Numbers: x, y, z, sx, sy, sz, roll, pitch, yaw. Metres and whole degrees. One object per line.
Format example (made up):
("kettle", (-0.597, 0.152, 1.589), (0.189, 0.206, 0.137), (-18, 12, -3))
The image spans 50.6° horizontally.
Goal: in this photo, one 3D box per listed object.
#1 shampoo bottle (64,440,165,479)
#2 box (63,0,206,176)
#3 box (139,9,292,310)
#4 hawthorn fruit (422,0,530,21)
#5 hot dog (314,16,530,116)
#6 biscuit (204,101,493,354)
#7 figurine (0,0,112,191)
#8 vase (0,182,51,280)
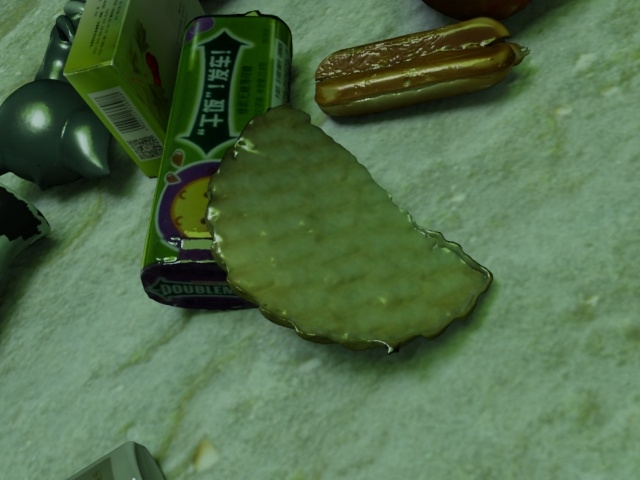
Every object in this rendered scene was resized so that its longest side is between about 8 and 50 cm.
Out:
("shampoo bottle", (-0.235, 0.264, 0.565), (0.227, 0.056, 0.086), (-31, 56, -2))
("box", (-0.203, -0.231, 0.804), (0.062, 0.175, 0.260), (-9, 56, 14))
("box", (-0.100, -0.098, 0.729), (0.134, 0.097, 0.345), (-1, 57, 1))
("hawthorn fruit", (0.164, -0.364, 0.759), (0.211, 0.210, 0.262), (-21, 33, 6))
("hot dog", (0.105, -0.183, 0.733), (0.236, 0.062, 0.092), (-5, 57, 20))
("biscuit", (0.000, 0.000, 0.599), (0.187, 0.036, 0.273), (-35, 70, -28))
("figurine", (-0.303, -0.179, 0.834), (0.193, 0.140, 0.265), (10, 85, 5))
("vase", (-0.435, 0.097, 0.694), (0.165, 0.165, 0.360), (13, 60, 27))
